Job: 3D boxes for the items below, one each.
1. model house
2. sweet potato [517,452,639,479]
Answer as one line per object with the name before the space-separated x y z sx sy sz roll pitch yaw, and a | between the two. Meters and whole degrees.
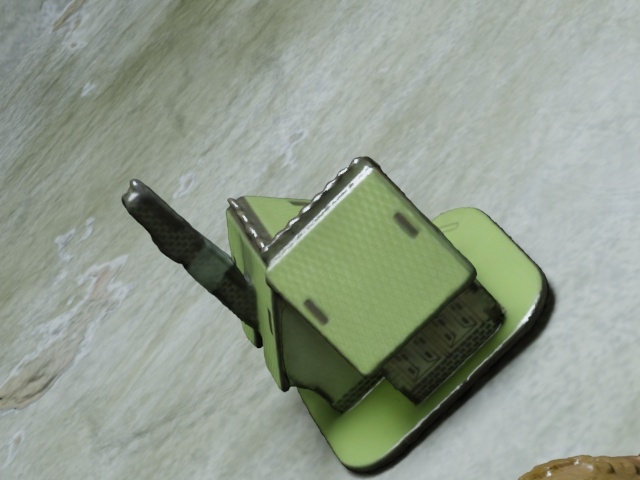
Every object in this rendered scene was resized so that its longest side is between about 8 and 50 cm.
model house | 0.000 0.000 1.432 0.218 0.278 0.205 -44 30 3
sweet potato | 0.168 0.157 1.007 0.109 0.109 0.385 -27 -9 29
